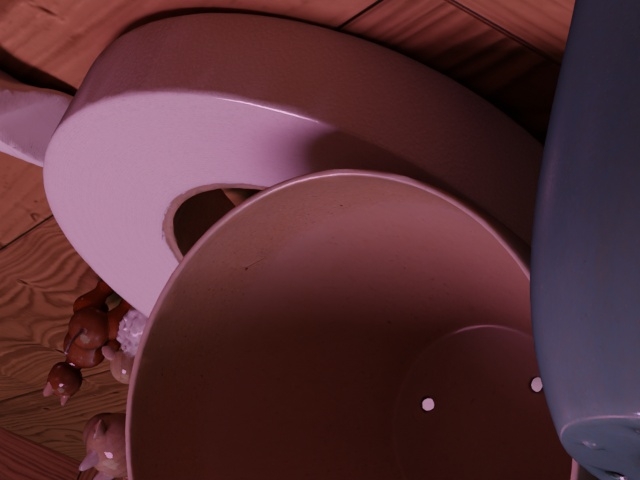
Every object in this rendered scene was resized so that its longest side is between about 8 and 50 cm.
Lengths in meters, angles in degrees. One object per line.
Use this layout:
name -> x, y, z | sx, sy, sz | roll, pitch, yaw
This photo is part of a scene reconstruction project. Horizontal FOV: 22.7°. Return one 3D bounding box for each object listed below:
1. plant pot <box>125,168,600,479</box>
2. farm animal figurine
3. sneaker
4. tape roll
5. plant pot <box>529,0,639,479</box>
plant pot -> 0.056, 0.111, 0.925 | 0.284, 0.284, 0.191 | 9, 179, 33
farm animal figurine -> -0.146, 0.206, 1.628 | 0.330, 0.172, 0.327 | 48, 149, -18
sneaker -> -0.271, -0.111, 1.175 | 0.212, 0.080, 0.094 | 30, 172, -31
tape roll -> 0.000, 0.000, 1.084 | 0.392, 0.072, 0.392 | 18, 152, 10
plant pot -> 0.225, 0.008, 0.706 | 0.293, 0.235, 0.293 | 19, 162, 7
